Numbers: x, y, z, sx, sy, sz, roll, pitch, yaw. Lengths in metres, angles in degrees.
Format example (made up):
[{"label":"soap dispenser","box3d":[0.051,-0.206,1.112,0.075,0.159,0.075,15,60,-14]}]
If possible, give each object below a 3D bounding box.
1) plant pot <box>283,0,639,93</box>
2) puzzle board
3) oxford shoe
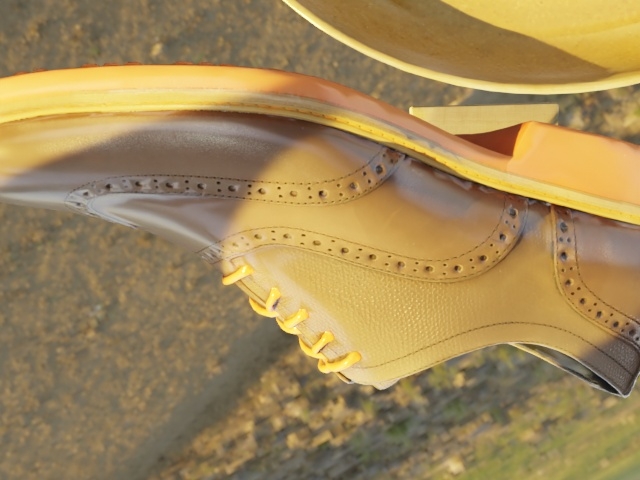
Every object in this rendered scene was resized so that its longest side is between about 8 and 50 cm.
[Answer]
[{"label":"plant pot","box3d":[0.068,-0.159,0.337,0.236,0.236,0.032,-33,174,8]},{"label":"puzzle board","box3d":[0.132,-0.063,0.924,0.128,0.096,0.011,-3,-164,-15]},{"label":"oxford shoe","box3d":[0.000,0.000,0.521,0.364,0.132,0.130,8,178,-10]}]
